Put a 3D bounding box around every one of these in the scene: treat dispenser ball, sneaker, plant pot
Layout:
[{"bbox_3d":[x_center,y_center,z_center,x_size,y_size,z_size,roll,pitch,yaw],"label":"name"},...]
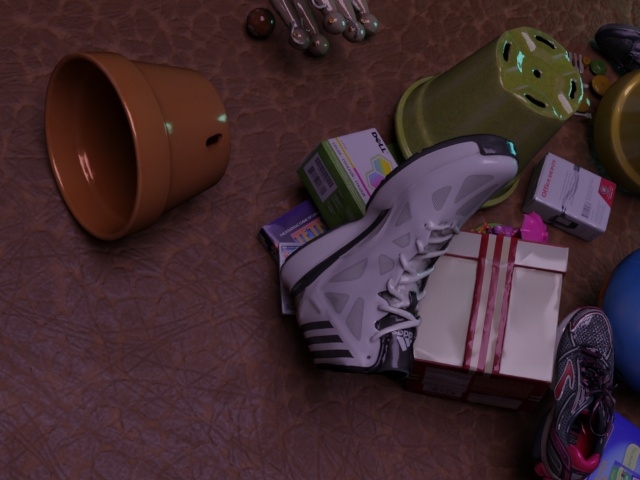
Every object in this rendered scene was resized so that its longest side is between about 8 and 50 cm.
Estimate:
[{"bbox_3d":[0.620,0.138,1.723,0.288,0.288,0.288,6,69,-14],"label":"treat dispenser ball"},{"bbox_3d":[0.142,0.054,1.470,0.169,0.447,0.257,13,48,-45],"label":"sneaker"},{"bbox_3d":[0.645,-0.342,2.023,0.227,0.087,0.130,35,58,-7],"label":"sneaker"},{"bbox_3d":[0.425,0.244,1.598,0.121,0.112,0.299,18,65,-8],"label":"sneaker"},{"bbox_3d":[0.312,-0.232,1.764,0.276,0.254,0.276,12,62,-23],"label":"plant pot"},{"bbox_3d":[0.672,-0.209,1.856,0.254,0.239,0.254,0,92,-11],"label":"plant pot"},{"bbox_3d":[-0.279,-0.163,1.593,0.203,0.291,0.291,-17,75,-38],"label":"plant pot"}]

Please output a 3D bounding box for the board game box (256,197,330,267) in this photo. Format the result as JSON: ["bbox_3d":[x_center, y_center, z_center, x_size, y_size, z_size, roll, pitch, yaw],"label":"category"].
[{"bbox_3d":[0.000,0.000,1.725,0.170,0.048,0.141,-33,83,-25],"label":"board game box"}]

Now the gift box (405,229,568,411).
[{"bbox_3d":[0.256,0.122,1.651,0.255,0.276,0.258,11,70,2],"label":"gift box"}]

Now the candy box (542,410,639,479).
[{"bbox_3d":[0.518,0.478,1.658,0.317,0.122,0.268,36,63,0],"label":"candy box"}]

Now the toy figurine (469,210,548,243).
[{"bbox_3d":[0.324,-0.001,1.760,0.173,0.159,0.130,12,67,-11],"label":"toy figurine"}]

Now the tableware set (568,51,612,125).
[{"bbox_3d":[0.538,-0.303,2.014,0.104,0.024,0.154,9,67,-17],"label":"tableware set"}]

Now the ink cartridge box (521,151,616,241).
[{"bbox_3d":[0.466,-0.081,1.884,0.150,0.063,0.109,24,65,-6],"label":"ink cartridge box"}]

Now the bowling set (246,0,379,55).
[{"bbox_3d":[-0.019,-0.392,1.826,0.154,0.200,0.287,62,25,6],"label":"bowling set"}]

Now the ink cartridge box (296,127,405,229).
[{"bbox_3d":[0.115,-0.097,1.735,0.255,0.097,0.189,-19,73,-38],"label":"ink cartridge box"}]

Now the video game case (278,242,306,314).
[{"bbox_3d":[-0.024,0.063,1.663,0.087,0.011,0.122,1,72,-14],"label":"video game case"}]
